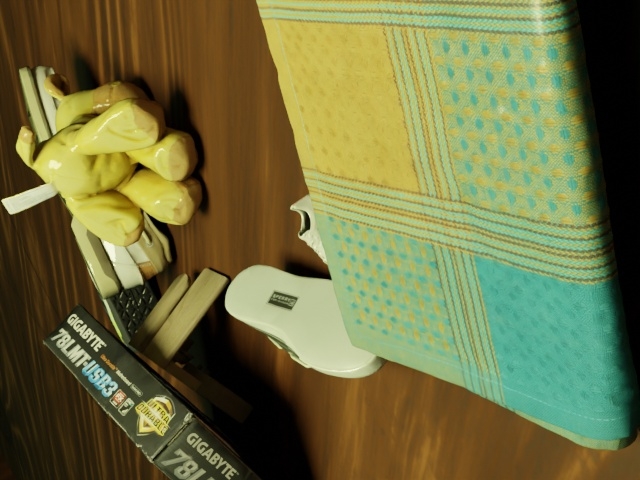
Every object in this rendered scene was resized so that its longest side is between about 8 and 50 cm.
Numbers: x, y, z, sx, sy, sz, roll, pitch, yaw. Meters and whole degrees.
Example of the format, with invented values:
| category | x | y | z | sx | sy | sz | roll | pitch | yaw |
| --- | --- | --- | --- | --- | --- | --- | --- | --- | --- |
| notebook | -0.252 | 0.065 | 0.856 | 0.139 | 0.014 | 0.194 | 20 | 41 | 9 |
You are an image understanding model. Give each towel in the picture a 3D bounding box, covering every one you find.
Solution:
| category | x | y | z | sx | sy | sz | roll | pitch | yaw |
| --- | --- | --- | --- | --- | --- | --- | --- | --- | --- |
| towel | 0.072 | -0.054 | 0.685 | 0.271 | 0.040 | 0.370 | 19 | 133 | 48 |

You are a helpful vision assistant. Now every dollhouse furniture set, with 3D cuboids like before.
| category | x | y | z | sx | sy | sz | roll | pitch | yaw |
| --- | --- | --- | --- | --- | --- | --- | --- | --- | --- |
| dollhouse furniture set | -0.129 | 0.120 | 1.290 | 0.151 | 0.123 | 0.144 | 41 | 168 | -30 |

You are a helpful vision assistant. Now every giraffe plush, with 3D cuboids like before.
| category | x | y | z | sx | sy | sz | roll | pitch | yaw |
| --- | --- | --- | --- | --- | --- | --- | --- | --- | --- |
| giraffe plush | -0.240 | -0.109 | 1.199 | 0.170 | 0.210 | 0.181 | -98 | 2 | -53 |

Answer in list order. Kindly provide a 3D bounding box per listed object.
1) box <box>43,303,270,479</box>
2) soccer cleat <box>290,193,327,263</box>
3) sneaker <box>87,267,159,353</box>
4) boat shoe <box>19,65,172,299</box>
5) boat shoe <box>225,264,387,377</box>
| category | x | y | z | sx | sy | sz | roll | pitch | yaw |
| --- | --- | --- | --- | --- | --- | --- | --- | --- | --- |
| box | -0.154 | 0.231 | 1.239 | 0.293 | 0.073 | 0.295 | 29 | 163 | 50 |
| soccer cleat | 0.000 | 0.000 | 0.942 | 0.029 | 0.035 | 0.083 | -10 | 100 | 63 |
| sneaker | -0.277 | 0.048 | 1.452 | 0.097 | 0.084 | 0.235 | 24 | 130 | 56 |
| boat shoe | -0.281 | -0.083 | 1.337 | 0.302 | 0.103 | 0.113 | 68 | 167 | -2 |
| boat shoe | -0.001 | 0.077 | 0.975 | 0.070 | 0.078 | 0.219 | 42 | 169 | -36 |
